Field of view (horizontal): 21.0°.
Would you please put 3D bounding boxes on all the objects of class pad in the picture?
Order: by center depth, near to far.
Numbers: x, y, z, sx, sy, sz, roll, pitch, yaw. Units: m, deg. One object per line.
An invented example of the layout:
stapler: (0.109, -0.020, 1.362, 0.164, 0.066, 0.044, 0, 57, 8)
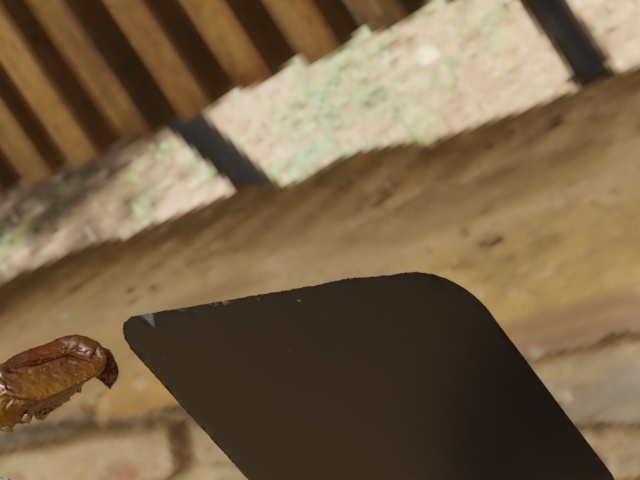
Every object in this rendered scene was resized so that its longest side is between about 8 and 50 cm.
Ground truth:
pad: (-0.015, 0.011, 0.846, 0.250, 0.323, 0.055, -9, 20, 45)

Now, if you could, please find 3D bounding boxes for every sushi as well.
sushi: (-0.208, 0.104, 1.259, 0.120, 0.052, 0.055, -26, -24, -41)

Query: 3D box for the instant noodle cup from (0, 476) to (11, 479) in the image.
instant noodle cup: (-0.286, 0.336, 1.599, 0.240, 0.240, 0.178, -29, -23, 17)
